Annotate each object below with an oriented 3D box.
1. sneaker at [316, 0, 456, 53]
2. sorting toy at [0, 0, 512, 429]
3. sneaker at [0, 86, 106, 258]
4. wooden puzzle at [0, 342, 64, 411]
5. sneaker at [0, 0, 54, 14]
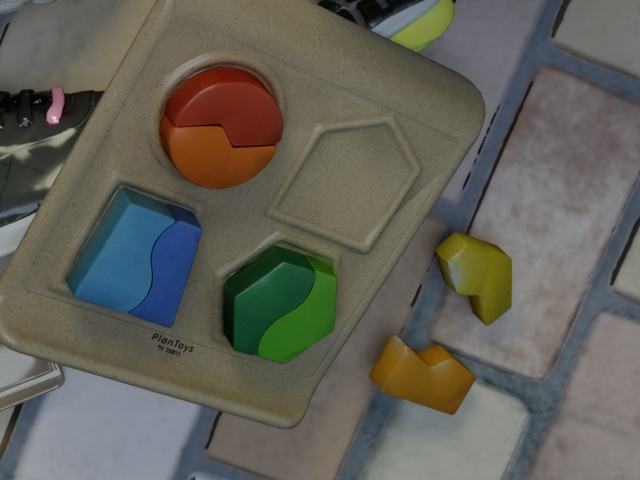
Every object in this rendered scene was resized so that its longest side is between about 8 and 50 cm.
[{"bbox_3d":[0.001,-0.068,0.920,0.208,0.081,0.094,-39,113,7],"label":"sneaker"},{"bbox_3d":[0.000,0.000,0.882,0.307,0.041,0.229,21,105,-34],"label":"sorting toy"},{"bbox_3d":[-0.209,-0.065,0.866,0.296,0.104,0.147,-21,109,1],"label":"sneaker"},{"bbox_3d":[-0.193,0.064,0.946,0.116,0.014,0.078,-15,99,-5],"label":"wooden puzzle"},{"bbox_3d":[-0.186,-0.169,0.806,0.279,0.118,0.107,-38,83,-25],"label":"sneaker"}]
